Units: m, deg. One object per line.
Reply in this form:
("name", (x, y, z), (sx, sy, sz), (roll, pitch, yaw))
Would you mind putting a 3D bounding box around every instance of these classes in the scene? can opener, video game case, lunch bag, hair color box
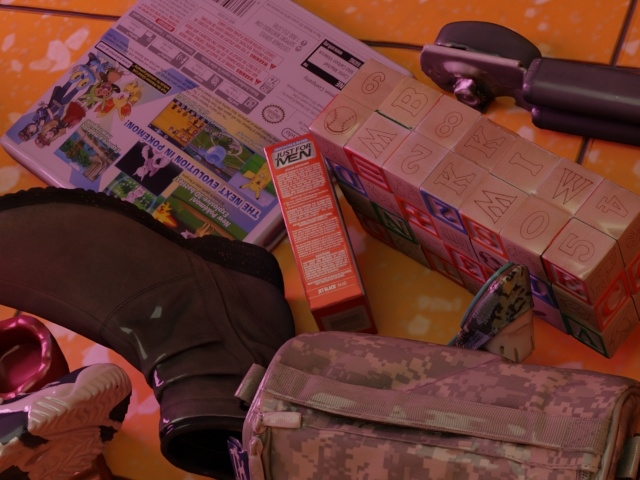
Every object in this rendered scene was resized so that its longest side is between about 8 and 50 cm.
("can opener", (0.224, -0.152, 1.604), (0.283, 0.076, 0.095), (13, 65, 27))
("video game case", (-0.115, -0.123, 1.742), (0.329, 0.036, 0.300), (35, 76, 33))
("lunch bag", (0.111, 0.179, 1.314), (0.305, 0.256, 0.213), (7, 61, 26))
("hair color box", (0.000, 0.000, 1.562), (0.053, 0.093, 0.167), (-16, 63, 3))

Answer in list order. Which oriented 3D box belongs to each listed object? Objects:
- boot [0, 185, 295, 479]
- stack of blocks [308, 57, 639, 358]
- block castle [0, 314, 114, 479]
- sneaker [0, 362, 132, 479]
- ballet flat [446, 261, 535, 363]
("boot", (-0.143, 0.083, 1.457), (0.118, 0.338, 0.223), (-57, 37, 36))
("stack of blocks", (0.146, -0.020, 1.486), (0.297, 0.171, 0.087), (31, 73, 34))
("block castle", (-0.283, 0.306, 1.416), (0.303, 0.213, 0.453), (-28, 53, 3))
("sneaker", (-0.275, 0.139, 1.368), (0.235, 0.094, 0.153), (-39, 58, -10))
("ballet flat", (0.141, 0.083, 1.426), (0.070, 0.188, 0.070), (6, 62, -11))
